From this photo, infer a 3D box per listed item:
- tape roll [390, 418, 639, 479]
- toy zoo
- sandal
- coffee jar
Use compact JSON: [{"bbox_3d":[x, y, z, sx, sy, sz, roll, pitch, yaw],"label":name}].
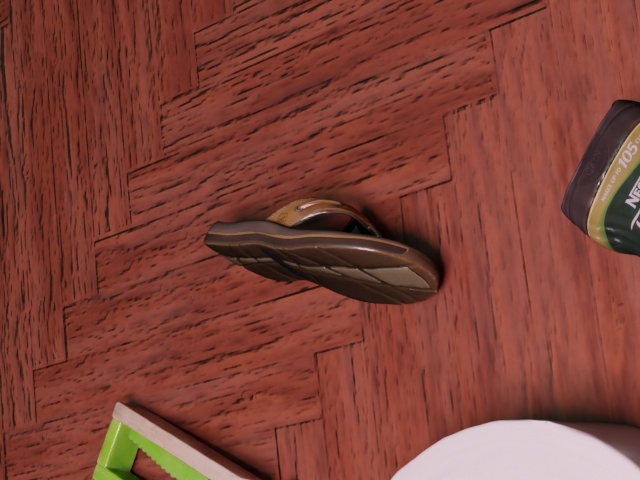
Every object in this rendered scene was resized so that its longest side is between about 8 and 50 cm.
[{"bbox_3d":[0.149,0.254,0.927,0.286,0.100,0.286,-7,79,40],"label":"tape roll"},{"bbox_3d":[-0.155,0.298,1.202,0.192,0.030,0.293,22,92,51],"label":"toy zoo"},{"bbox_3d":[0.000,0.000,1.125,0.219,0.090,0.060,6,66,49],"label":"sandal"},{"bbox_3d":[0.236,-0.012,0.901,0.184,0.079,0.096,36,108,40],"label":"coffee jar"}]
